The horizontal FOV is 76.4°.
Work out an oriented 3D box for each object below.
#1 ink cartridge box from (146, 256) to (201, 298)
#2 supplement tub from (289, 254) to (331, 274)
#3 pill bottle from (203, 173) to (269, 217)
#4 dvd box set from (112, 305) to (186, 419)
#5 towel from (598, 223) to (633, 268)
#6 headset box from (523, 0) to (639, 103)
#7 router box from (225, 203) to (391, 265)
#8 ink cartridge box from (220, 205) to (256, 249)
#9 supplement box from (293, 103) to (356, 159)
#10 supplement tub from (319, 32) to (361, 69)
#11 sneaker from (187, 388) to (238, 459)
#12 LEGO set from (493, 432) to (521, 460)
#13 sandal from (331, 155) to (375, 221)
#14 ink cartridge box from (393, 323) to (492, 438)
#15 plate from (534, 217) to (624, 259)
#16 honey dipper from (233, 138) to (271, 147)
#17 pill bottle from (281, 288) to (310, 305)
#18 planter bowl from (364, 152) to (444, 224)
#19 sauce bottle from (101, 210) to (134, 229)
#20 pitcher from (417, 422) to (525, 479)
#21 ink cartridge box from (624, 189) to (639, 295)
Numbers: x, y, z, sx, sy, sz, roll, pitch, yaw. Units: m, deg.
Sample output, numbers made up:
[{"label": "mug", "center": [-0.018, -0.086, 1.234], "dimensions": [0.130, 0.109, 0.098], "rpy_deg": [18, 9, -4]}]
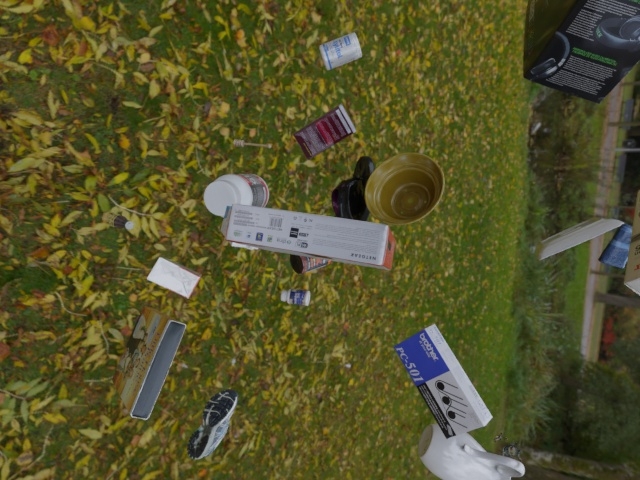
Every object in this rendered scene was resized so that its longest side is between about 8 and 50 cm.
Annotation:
[{"label": "ink cartridge box", "center": [-0.393, 0.100, 1.116], "dimensions": [0.115, 0.198, 0.067], "rpy_deg": [29, 81, -11]}, {"label": "supplement tub", "center": [-0.022, 0.065, 1.687], "dimensions": [0.198, 0.106, 0.105], "rpy_deg": [-18, 111, -35]}, {"label": "pill bottle", "center": [-0.336, -0.179, 1.633], "dimensions": [0.318, 0.177, 0.176], "rpy_deg": [-43, 134, -75]}, {"label": "dvd box set", "center": [-0.616, 0.404, 1.432], "dimensions": [0.062, 0.421, 0.307], "rpy_deg": [27, 75, -31]}, {"label": "towel", "center": [0.802, 0.016, 1.083], "dimensions": [0.029, 0.067, 0.119], "rpy_deg": [-79, -176, -63]}, {"label": "headset box", "center": [0.431, -0.397, 0.576], "dimensions": [0.283, 0.131, 0.246], "rpy_deg": [107, 2, -60]}, {"label": "router box", "center": [0.000, 0.000, 0.955], "dimensions": [0.301, 0.336, 0.082], "rpy_deg": [24, 75, -75]}, {"label": "ink cartridge box", "center": [-0.241, -0.039, 1.270], "dimensions": [0.090, 0.143, 0.092], "rpy_deg": [7, 109, -33]}, {"label": "supplement box", "center": [0.018, -0.463, 1.738], "dimensions": [0.130, 0.240, 0.073], "rpy_deg": [58, 15, -18]}, {"label": "supplement tub", "center": [0.056, -0.533, 1.147], "dimensions": [0.071, 0.107, 0.070], "rpy_deg": [-19, 90, -82]}, {"label": "sneaker", "center": [-0.420, 0.736, 1.644], "dimensions": [0.283, 0.110, 0.122], "rpy_deg": [-57, 149, -15]}, {"label": "LEGO set", "center": [0.497, 0.547, 1.081], "dimensions": [0.083, 0.054, 0.023], "rpy_deg": [64, -1, 7]}, {"label": "sandal", "center": [0.088, -0.101, 1.457], "dimensions": [0.107, 0.167, 0.445], "rpy_deg": [-2, 138, -21]}, {"label": "ink cartridge box", "center": [0.247, 0.288, 0.838], "dimensions": [0.046, 0.097, 0.207], "rpy_deg": [-8, 62, -47]}, {"label": "plate", "center": [0.920, -0.017, 1.488], "dimensions": [0.045, 0.277, 0.278], "rpy_deg": [63, 24, 9]}, {"label": "honey dipper", "center": [-0.278, -0.395, 1.672], "dimensions": [0.030, 0.161, 0.030], "rpy_deg": [8, 90, -77]}, {"label": "pill bottle", "center": [-0.110, 0.248, 1.787], "dimensions": [0.067, 0.120, 0.066], "rpy_deg": [5, 90, -81]}, {"label": "planter bowl", "center": [0.239, -0.125, 1.118], "dimensions": [0.090, 0.217, 0.217], "rpy_deg": [38, 67, -55]}, {"label": "sauce bottle", "center": [-0.591, -0.057, 1.187], "dimensions": [0.042, 0.128, 0.042], "rpy_deg": [-23, 119, -50]}, {"label": "pitcher", "center": [0.358, 0.522, 0.980], "dimensions": [0.177, 0.207, 0.125], "rpy_deg": [110, 7, -47]}, {"label": "ink cartridge box", "center": [0.717, -0.022, 0.756], "dimensions": [0.117, 0.207, 0.283], "rpy_deg": [36, 59, -1]}]
